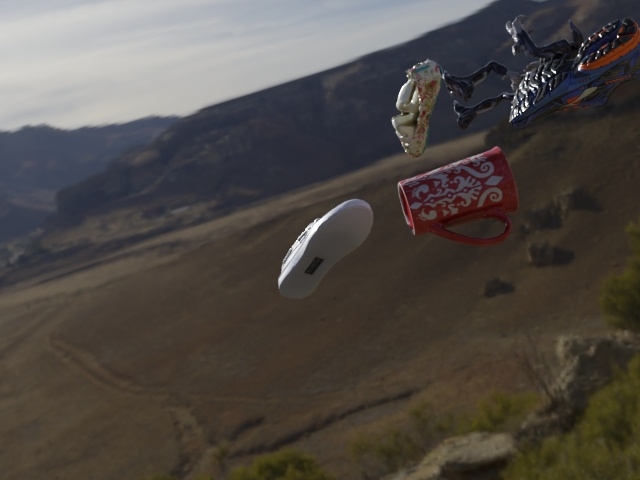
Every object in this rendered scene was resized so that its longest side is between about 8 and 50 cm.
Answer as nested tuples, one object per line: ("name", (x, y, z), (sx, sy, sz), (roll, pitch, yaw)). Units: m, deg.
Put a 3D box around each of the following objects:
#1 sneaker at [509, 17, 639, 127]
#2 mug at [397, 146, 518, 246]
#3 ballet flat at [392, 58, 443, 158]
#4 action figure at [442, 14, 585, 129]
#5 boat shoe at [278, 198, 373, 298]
("sneaker", (0.355, -0.209, 1.223), (0.221, 0.087, 0.083), (-28, 32, 41))
("mug", (0.221, -0.064, 1.414), (0.169, 0.113, 0.150), (-16, 35, -1))
("ballet flat", (0.187, -0.267, 1.829), (0.077, 0.240, 0.091), (-13, 47, -21))
("action figure", (0.341, -0.280, 1.439), (0.276, 0.164, 0.140), (-17, 44, 14))
("boat shoe", (0.000, 0.000, 1.635), (0.258, 0.095, 0.084), (-44, 34, 31))
